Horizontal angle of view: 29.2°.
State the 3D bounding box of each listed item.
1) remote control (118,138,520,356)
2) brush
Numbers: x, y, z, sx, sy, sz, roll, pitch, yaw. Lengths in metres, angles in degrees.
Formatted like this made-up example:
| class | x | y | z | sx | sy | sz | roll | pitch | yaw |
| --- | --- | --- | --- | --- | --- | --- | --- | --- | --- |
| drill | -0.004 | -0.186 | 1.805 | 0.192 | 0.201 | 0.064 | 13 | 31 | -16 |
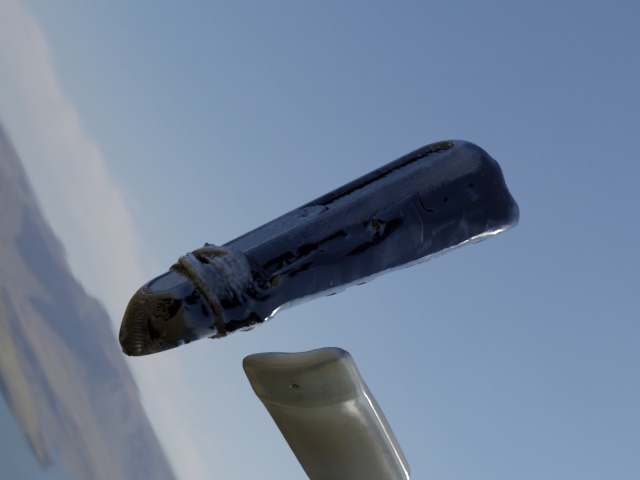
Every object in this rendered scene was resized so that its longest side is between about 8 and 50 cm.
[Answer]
| class | x | y | z | sx | sy | sz | roll | pitch | yaw |
| --- | --- | --- | --- | --- | --- | --- | --- | --- | --- |
| remote control | 0.000 | 0.000 | 0.726 | 0.090 | 0.266 | 0.066 | -11 | -82 | 64 |
| brush | 0.033 | 0.170 | 0.713 | 0.321 | 0.060 | 0.050 | 65 | 27 | -44 |
